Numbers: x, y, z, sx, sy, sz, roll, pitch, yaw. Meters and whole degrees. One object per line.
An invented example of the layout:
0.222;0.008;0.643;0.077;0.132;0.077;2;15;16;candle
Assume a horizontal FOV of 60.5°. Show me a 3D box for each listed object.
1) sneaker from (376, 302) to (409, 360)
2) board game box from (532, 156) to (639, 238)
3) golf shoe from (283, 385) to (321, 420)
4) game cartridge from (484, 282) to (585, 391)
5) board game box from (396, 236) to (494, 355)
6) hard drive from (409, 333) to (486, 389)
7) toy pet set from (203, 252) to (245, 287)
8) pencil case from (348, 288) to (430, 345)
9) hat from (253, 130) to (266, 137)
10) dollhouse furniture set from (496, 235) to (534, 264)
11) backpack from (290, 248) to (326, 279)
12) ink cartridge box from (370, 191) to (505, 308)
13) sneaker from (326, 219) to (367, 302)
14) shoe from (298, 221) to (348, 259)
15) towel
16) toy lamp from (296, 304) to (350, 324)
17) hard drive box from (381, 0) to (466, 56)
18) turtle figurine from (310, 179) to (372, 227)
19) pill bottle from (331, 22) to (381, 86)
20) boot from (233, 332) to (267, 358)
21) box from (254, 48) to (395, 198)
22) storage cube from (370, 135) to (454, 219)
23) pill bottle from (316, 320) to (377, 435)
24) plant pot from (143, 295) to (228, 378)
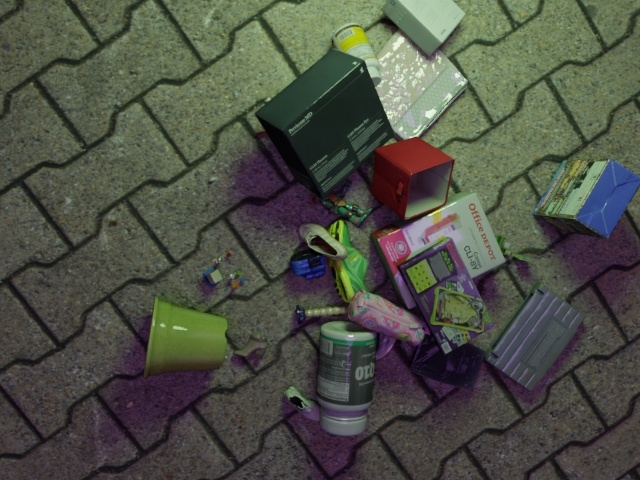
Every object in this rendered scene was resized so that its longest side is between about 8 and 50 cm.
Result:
0.236;0.332;2.008;0.092;0.088;0.225;26;84;-3;sneaker
0.914;-0.150;1.904;0.141;0.291;0.232;29;93;-8;board game box
-0.060;0.611;2.004;0.176;0.086;0.069;37;90;-8;golf shoe
0.803;0.365;2.063;0.230;0.068;0.355;35;92;-11;game cartridge
0.424;0.188;1.854;0.208;0.056;0.347;-28;98;-2;board game box
0.469;0.442;2.044;0.254;0.054;0.172;18;94;-6;hard drive
-0.353;0.122;1.959;0.114;0.065;0.122;-33;102;-36;toy pet set
0.235;0.269;1.891;0.284;0.124;0.124;25;93;-14;pencil case
-0.087;-0.423;1.932;0.208;0.183;0.173;-6;112;-47;hat
0.715;0.035;2.014;0.151;0.076;0.059;20;94;-5;dollhouse furniture set
-0.045;0.088;1.949;0.120;0.098;0.101;-11;100;-4;backpack
0.412;0.027;1.946;0.384;0.160;0.279;-25;97;-2;ink cartridge box
0.097;0.070;1.970;0.123;0.109;0.296;-12;92;-32;sneaker
0.000;0.000;1.909;0.219;0.058;0.077;32;113;30;shoe
0.310;-0.549;1.940;0.317;0.053;0.332;42;90;-7;towel
0.051;0.256;1.983;0.274;0.080;0.080;-8;96;-3;toy lamp
0.352;-0.778;1.868;0.232;0.089;0.181;42;66;-6;hard drive box
0.063;-0.143;1.930;0.234;0.118;0.175;35;50;4;turtle figurine
0.126;-0.615;1.854;0.117;0.117;0.215;-22;76;-2;pill bottle
-0.251;0.379;1.992;0.118;0.042;0.087;10;88;-6;boot
0.024;-0.376;1.774;0.343;0.179;0.313;-42;135;-10;box
0.304;-0.213;1.845;0.214;0.193;0.184;-21;134;-26;storage cube
0.090;0.482;1.944;0.204;0.204;0.362;3;96;-5;pill bottle
-0.456;0.342;1.877;0.253;0.276;0.276;9;95;-17;plant pot
